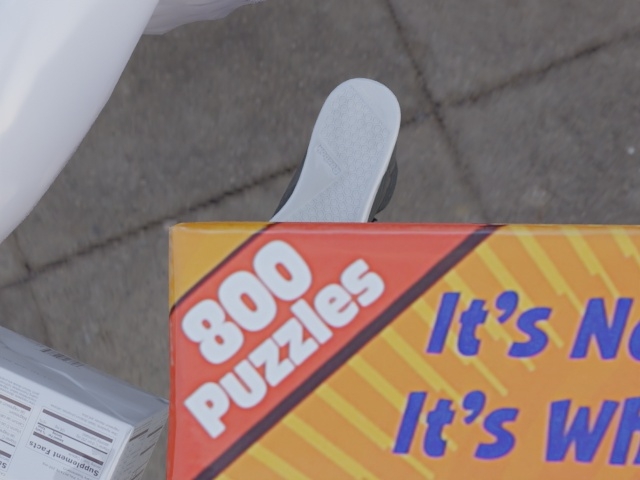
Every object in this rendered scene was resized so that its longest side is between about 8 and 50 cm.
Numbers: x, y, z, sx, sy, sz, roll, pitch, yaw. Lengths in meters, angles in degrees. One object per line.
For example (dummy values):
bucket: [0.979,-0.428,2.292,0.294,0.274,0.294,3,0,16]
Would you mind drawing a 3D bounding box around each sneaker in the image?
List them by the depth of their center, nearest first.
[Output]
sneaker: [0.001,0.000,1.401,0.104,0.147,0.296,24,84,10]

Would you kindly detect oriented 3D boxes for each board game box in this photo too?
board game box: [0.158,0.193,0.475,0.356,0.356,0.356,1,84,9]

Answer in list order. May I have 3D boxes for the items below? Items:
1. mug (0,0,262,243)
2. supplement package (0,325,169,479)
mug: [-0.095,-0.160,0.502,0.276,0.328,0.374,25,80,-35]
supplement package: [-0.309,0.186,1.477,0.262,0.204,0.145,24,92,5]
